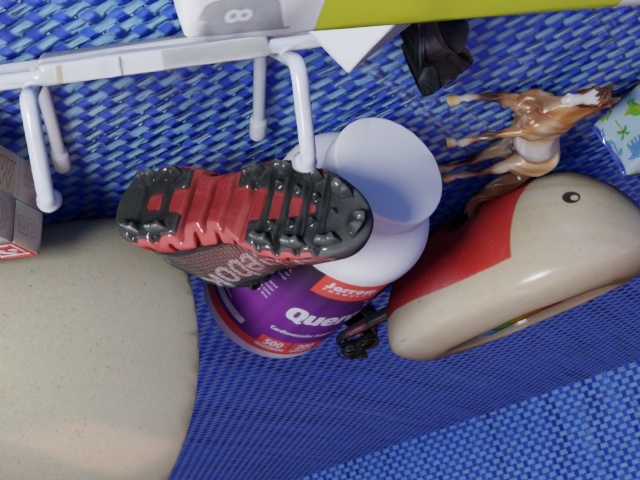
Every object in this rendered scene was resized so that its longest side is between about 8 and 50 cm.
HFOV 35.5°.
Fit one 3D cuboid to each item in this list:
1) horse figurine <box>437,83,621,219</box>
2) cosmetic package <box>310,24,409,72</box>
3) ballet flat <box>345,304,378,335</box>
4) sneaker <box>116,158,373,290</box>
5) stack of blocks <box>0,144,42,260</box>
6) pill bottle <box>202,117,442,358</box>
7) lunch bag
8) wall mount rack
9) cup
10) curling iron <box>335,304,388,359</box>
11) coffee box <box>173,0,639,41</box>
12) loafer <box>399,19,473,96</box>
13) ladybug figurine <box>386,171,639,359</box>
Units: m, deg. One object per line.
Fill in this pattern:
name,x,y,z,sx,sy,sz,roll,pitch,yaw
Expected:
horse figurine,0.224,-0.113,1.155,0.175,0.066,0.263,-8,156,-2
cosmetic package,0.081,-0.230,0.701,0.117,0.085,0.231,-44,-179,-41
ballet flat,0.049,0.124,1.626,0.057,0.049,0.173,-27,155,26
sneaker,-0.059,-0.011,0.961,0.276,0.097,0.135,2,154,32
stack of blocks,-0.387,-0.057,0.832,0.171,0.087,0.297,-7,161,18
pill bottle,0.000,0.000,1.129,0.182,0.181,0.323,-1,155,-29
lunch bag,0.420,-0.145,1.171,0.151,0.096,0.129,-16,160,-38
wall mount rack,-0.139,-0.112,0.870,0.350,0.130,0.304,-9,-164,-10
cup,-0.316,0.127,1.049,0.237,0.331,0.331,8,149,-39
curling iron,0.140,0.108,1.615,0.274,0.035,0.068,-35,137,7
coffee box,0.108,-0.301,0.273,0.335,0.338,0.337,-8,157,-17
loafer,0.105,-0.189,0.914,0.061,0.062,0.170,-24,167,5
ladybug figurine,0.248,0.038,1.364,0.305,0.161,0.449,-9,164,-42
